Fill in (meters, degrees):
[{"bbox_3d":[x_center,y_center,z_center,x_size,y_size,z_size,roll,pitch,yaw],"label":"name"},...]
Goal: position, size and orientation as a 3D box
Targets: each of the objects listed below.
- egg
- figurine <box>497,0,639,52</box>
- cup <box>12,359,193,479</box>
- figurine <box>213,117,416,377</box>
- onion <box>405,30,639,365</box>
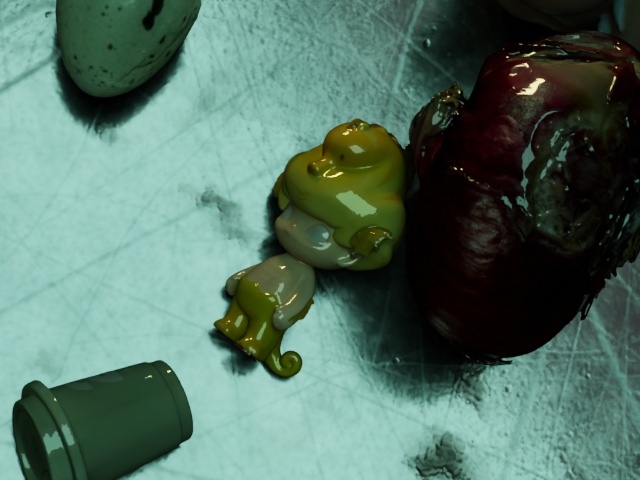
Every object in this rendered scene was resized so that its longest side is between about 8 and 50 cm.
[{"bbox_3d":[-0.178,-0.209,1.591,0.131,0.131,0.164,13,89,-7],"label":"egg"},{"bbox_3d":[0.287,-0.352,1.663,0.276,0.248,0.388,27,75,-29],"label":"figurine"},{"bbox_3d":[-0.188,0.165,1.513,0.141,0.120,0.120,-17,81,-23],"label":"cup"},{"bbox_3d":[0.000,0.000,1.586,0.246,0.131,0.156,-51,50,-2],"label":"figurine"},{"bbox_3d":[0.176,-0.043,1.534,0.232,0.314,0.314,22,74,13],"label":"onion"}]
